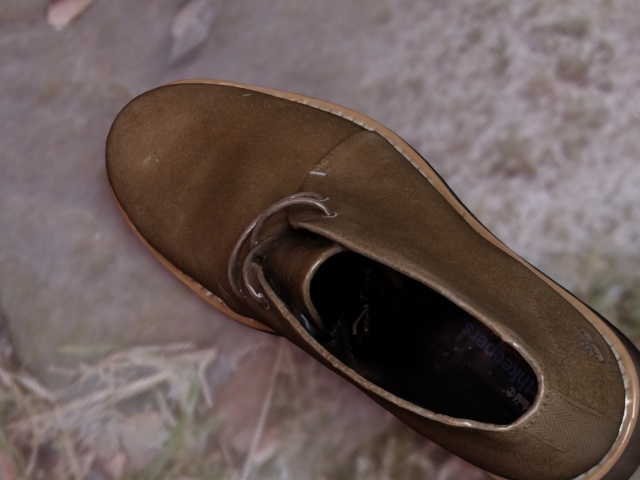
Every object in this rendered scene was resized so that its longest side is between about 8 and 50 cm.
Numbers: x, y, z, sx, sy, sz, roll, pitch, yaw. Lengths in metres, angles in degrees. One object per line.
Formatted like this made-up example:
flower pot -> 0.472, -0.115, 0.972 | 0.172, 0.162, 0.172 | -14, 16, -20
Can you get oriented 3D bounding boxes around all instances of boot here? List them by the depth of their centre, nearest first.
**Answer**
boot -> 0.000, 0.000, 0.762 | 0.305, 0.115, 0.112 | 33, 95, 34
